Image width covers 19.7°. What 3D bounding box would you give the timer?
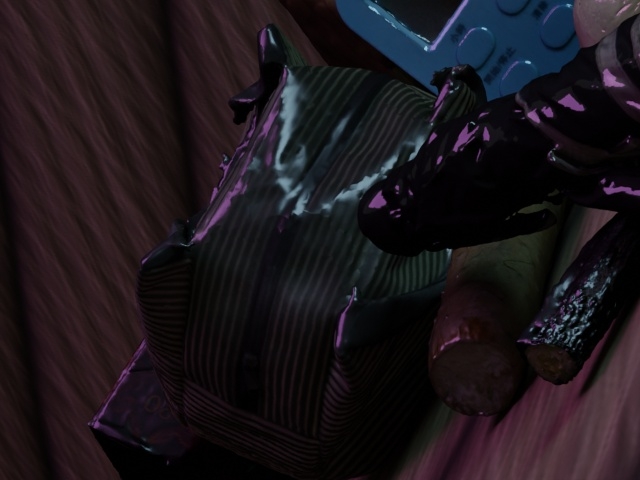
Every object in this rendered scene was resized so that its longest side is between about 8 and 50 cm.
[{"bbox_3d":[0.157,-0.216,1.533,0.232,0.250,0.091,-56,2,24],"label":"timer"}]

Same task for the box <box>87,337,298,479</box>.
[{"bbox_3d":[-0.043,0.093,1.794,0.415,0.115,0.264,-57,-25,-23],"label":"box"}]

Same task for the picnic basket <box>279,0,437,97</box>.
[{"bbox_3d":[0.153,-0.219,1.763,0.321,0.291,0.254,18,70,43],"label":"picnic basket"}]

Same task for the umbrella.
[{"bbox_3d":[0.146,-0.056,1.074,0.113,0.106,0.357,-41,7,-37],"label":"umbrella"}]

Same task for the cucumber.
[{"bbox_3d":[0.166,0.014,1.044,0.163,0.043,0.039,-49,-41,-29],"label":"cucumber"}]

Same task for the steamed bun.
[{"bbox_3d":[0.236,-0.174,1.332,0.112,0.091,0.130,-52,5,39],"label":"steamed bun"}]

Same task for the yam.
[{"bbox_3d":[0.135,-0.001,1.309,0.083,0.083,0.371,-55,4,29],"label":"yam"}]

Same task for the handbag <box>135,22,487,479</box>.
[{"bbox_3d":[0.000,0.000,1.456,0.240,0.247,0.341,73,-142,-62],"label":"handbag"}]
